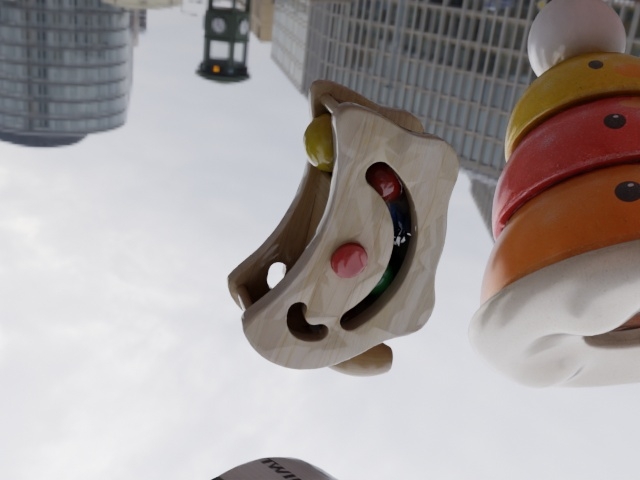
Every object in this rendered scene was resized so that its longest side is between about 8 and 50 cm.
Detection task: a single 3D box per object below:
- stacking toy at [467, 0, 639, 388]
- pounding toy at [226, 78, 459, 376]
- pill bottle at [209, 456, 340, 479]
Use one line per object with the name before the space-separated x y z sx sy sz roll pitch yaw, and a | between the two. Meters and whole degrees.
stacking toy | 0.315 -0.094 0.871 0.351 0.350 0.479 2 -118 -12
pounding toy | 0.000 0.000 0.626 0.154 0.269 0.155 -2 -153 -17
pill bottle | 0.036 0.187 0.289 0.130 0.130 0.246 -11 -165 -38
